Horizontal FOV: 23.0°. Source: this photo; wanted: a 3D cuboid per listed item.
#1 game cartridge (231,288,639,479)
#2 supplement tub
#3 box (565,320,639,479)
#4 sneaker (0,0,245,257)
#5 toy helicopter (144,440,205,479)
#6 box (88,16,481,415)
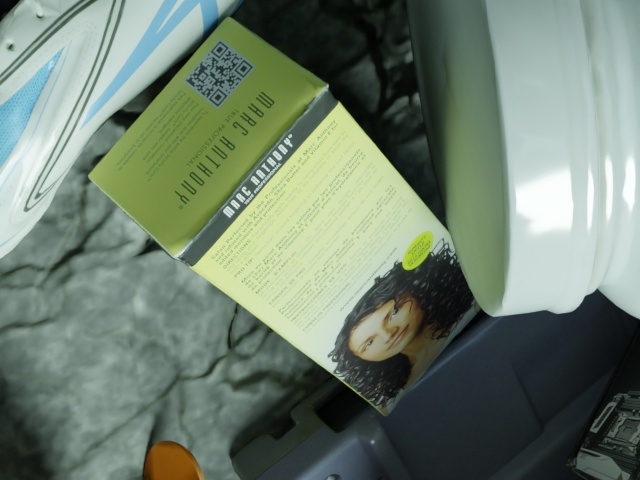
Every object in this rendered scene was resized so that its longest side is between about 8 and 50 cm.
[{"bbox_3d":[0.145,0.091,0.860,0.355,0.068,0.230,-38,124,-11],"label":"game cartridge"},{"bbox_3d":[0.202,-0.090,0.608,0.316,0.228,0.228,-9,121,-3],"label":"supplement tub"},{"bbox_3d":[0.291,0.025,0.840,0.242,0.076,0.307,23,94,-43],"label":"box"},{"bbox_3d":[-0.094,-0.092,0.585,0.237,0.085,0.086,-52,145,2],"label":"sneaker"},{"bbox_3d":[-0.136,0.243,0.736,0.235,0.140,0.355,-29,138,-28],"label":"toy helicopter"},{"bbox_3d":[0.000,0.000,0.668,0.087,0.058,0.232,-49,149,0],"label":"box"}]
